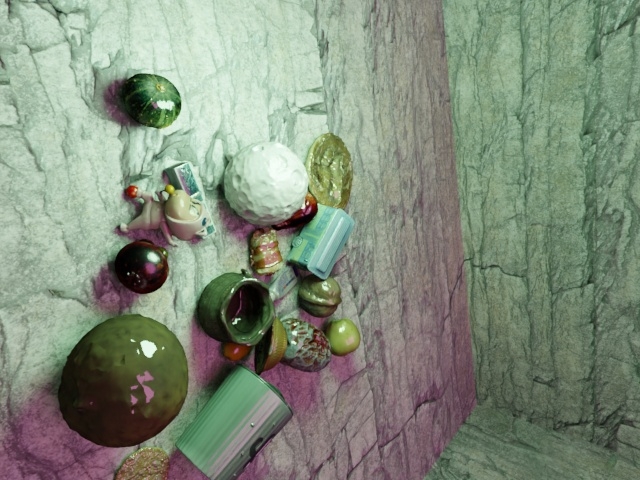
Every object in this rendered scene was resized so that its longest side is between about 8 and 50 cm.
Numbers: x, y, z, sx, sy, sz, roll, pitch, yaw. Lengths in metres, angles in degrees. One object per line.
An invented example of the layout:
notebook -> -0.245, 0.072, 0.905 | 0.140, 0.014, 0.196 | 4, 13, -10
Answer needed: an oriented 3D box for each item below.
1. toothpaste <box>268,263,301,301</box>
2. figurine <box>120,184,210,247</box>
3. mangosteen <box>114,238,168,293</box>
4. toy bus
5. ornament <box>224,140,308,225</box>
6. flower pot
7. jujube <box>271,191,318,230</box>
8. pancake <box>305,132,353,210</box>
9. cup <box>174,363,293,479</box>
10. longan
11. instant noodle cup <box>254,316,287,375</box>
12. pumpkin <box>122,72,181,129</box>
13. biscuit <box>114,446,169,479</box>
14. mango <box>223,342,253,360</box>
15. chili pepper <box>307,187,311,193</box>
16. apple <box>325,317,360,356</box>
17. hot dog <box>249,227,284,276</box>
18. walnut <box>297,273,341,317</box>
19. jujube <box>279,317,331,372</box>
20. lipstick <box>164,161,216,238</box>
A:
toothpaste -> -0.178, 0.204, 2.029 | 0.282, 0.068, 0.099 | -46, 156, -46
figurine -> -0.521, -0.091, 1.511 | 0.287, 0.186, 0.176 | 11, 47, -10
mangosteen -> -0.588, 0.081, 1.499 | 0.199, 0.199, 0.200 | -7, 99, -47
toy bus -> 0.000, 0.000, 2.051 | 0.152, 0.190, 0.313 | 37, 77, -45
ornament -> -0.206, -0.225, 1.762 | 0.337, 0.336, 0.338 | -7, 99, -47
flower pot -> -0.321, 0.263, 1.759 | 0.301, 0.213, 0.302 | -7, 99, -46
jujube -> -0.124, -0.123, 1.979 | 0.236, 0.168, 0.168 | -34, 119, -19
pancake -> 0.050, -0.331, 2.189 | 0.386, 0.082, 0.388 | 4, 85, -50
cup -> -0.314, 0.752, 1.763 | 0.392, 0.310, 0.401 | -47, 124, -27
longan -> -0.598, 0.425, 1.365 | 0.390, 0.390, 0.392 | -7, 99, -47
instant noodle cup -> -0.200, 0.430, 1.864 | 0.090, 0.274, 0.274 | 13, 84, -18
pumpkin -> -0.555, -0.462, 1.475 | 0.190, 0.146, 0.191 | 10, 67, -24
biscuit -> -0.643, 0.855, 1.606 | 0.219, 0.033, 0.220 | -4, 96, -48
mango -> -0.331, 0.434, 1.866 | 0.184, 0.084, 0.102 | -34, 115, -52
chili pepper -> -0.049, -0.144, 2.135 | 0.059, 0.050, 0.268 | -10, 100, -19
apple -> 0.114, 0.498, 2.283 | 0.200, 0.199, 0.200 | -7, 99, -47
hot dog -> -0.238, 0.050, 1.918 | 0.146, 0.103, 0.214 | -9, 92, -25
walnut -> 0.001, 0.260, 2.106 | 0.224, 0.224, 0.225 | -7, 99, -47
jujube -> -0.084, 0.485, 2.044 | 0.317, 0.225, 0.226 | 35, 69, -44
lipstick -> -0.476, -0.143, 1.648 | 0.077, 0.076, 0.290 | -39, 123, -40
